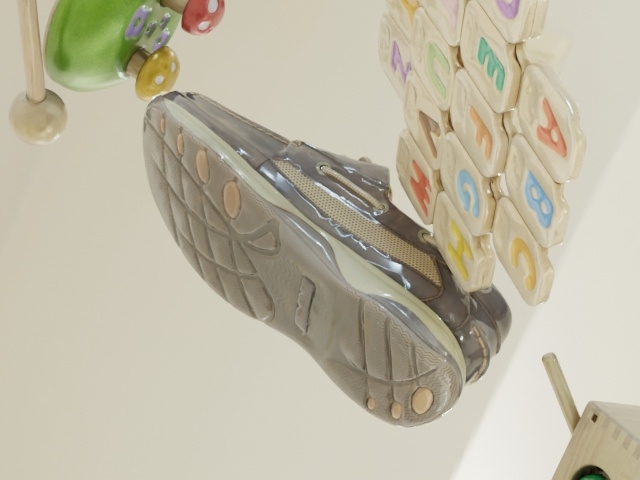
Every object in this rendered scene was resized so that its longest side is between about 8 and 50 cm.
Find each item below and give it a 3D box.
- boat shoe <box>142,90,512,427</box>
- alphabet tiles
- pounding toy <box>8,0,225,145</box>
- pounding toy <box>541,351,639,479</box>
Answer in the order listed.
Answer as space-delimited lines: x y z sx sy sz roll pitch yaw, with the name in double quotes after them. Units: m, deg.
0.000 0.000 1.150 0.355 0.130 0.132 43 -41 24 "boat shoe"
0.094 -0.102 0.989 0.284 0.021 0.278 95 -24 -47 "alphabet tiles"
-0.170 -0.183 1.339 0.237 0.110 0.183 -46 162 -43 "pounding toy"
0.212 0.164 1.042 0.100 0.141 0.130 43 -63 51 "pounding toy"
